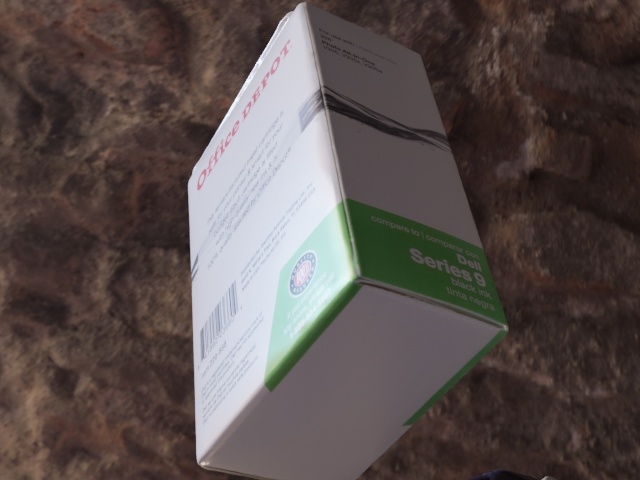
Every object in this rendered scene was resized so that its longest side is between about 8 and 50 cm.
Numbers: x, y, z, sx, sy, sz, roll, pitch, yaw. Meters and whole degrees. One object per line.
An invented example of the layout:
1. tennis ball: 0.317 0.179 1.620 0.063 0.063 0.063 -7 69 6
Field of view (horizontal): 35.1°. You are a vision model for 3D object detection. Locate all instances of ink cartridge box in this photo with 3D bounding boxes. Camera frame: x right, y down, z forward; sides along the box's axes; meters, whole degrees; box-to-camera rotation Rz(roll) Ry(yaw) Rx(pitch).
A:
1. ink cartridge box: 0.000 0.000 0.739 0.122 0.289 0.211 18 -49 -26

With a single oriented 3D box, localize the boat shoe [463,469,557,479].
1. boat shoe: 0.219 0.232 0.769 0.341 0.158 0.127 -5 -54 -26
